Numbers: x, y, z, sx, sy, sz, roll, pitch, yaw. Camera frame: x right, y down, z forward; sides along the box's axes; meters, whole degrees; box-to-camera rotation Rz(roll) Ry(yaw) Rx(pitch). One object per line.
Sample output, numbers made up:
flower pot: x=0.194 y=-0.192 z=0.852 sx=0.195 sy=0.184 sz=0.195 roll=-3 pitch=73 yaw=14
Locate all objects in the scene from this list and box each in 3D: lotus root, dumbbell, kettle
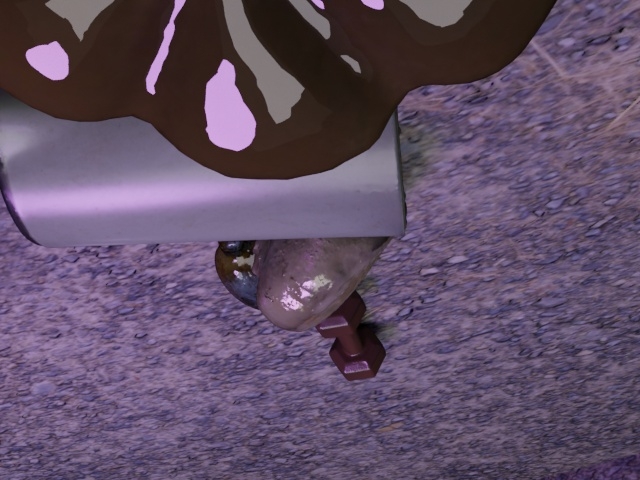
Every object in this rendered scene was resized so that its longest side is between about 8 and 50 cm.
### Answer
lotus root: x=-0.085 y=0.032 z=1.390 sx=0.113 sy=0.088 sz=0.192 roll=-30 pitch=143 yaw=9
dumbbell: x=0.042 y=0.144 z=1.595 sx=0.082 sy=0.092 sz=0.231 roll=-34 pitch=148 yaw=-5
kettle: x=-0.105 y=-0.112 z=1.053 sx=0.377 sy=0.249 sz=0.361 roll=-5 pitch=177 yaw=4

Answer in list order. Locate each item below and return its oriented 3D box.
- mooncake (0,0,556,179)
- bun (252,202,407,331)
mooncake: x=-0.067 y=-0.268 z=0.656 sx=0.467 sy=0.262 sz=0.467 roll=-1 pitch=135 yaw=-1
bun: x=0.000 y=0.000 z=1.248 sx=0.141 sy=0.239 sz=0.239 roll=39 pitch=140 yaw=0
